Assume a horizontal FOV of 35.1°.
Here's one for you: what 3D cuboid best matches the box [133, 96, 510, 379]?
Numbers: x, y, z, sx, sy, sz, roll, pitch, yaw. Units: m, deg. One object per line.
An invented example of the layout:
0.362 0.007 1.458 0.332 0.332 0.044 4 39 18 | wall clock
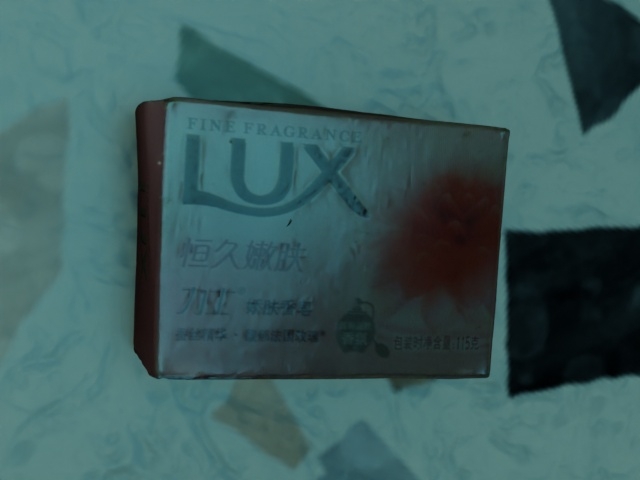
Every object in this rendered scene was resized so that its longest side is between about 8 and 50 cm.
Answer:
0.000 0.000 0.417 0.156 0.060 0.111 1 94 -20 | box
